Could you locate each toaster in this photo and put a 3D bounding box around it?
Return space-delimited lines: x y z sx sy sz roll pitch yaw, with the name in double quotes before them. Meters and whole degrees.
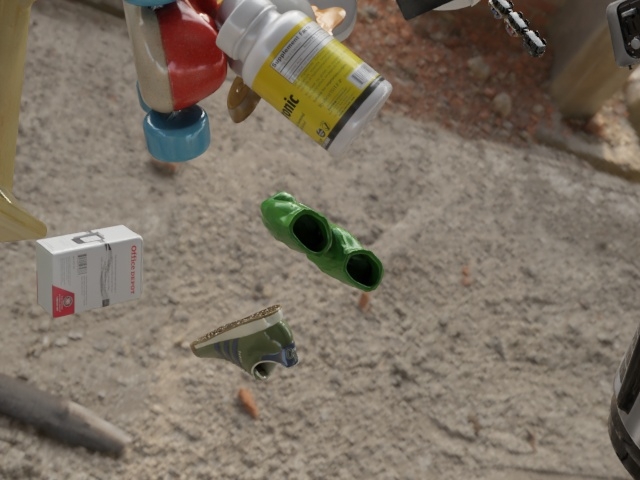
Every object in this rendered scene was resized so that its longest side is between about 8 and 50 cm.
"toaster" 0.548 -0.336 1.350 0.186 0.168 0.110 -18 93 -33

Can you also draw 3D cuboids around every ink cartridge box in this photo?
"ink cartridge box" -0.357 0.046 1.411 0.151 0.109 0.063 -12 28 -38

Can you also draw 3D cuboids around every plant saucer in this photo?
"plant saucer" -0.091 -0.182 1.096 0.015 0.083 0.083 24 41 -29

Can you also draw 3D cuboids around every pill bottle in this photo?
"pill bottle" -0.013 -0.118 0.632 0.116 0.065 0.065 40 42 1

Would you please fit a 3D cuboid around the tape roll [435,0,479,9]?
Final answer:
"tape roll" 0.201 -0.562 1.744 0.286 0.100 0.286 7 45 -7

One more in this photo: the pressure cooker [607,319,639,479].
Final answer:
"pressure cooker" 0.657 0.262 1.410 0.370 0.420 0.375 6 33 -15

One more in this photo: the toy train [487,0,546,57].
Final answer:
"toy train" 0.317 -0.348 1.470 0.027 0.036 0.158 -17 53 -14

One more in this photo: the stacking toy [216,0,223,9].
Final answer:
"stacking toy" -0.119 -0.550 1.907 0.130 0.279 0.309 21 34 26

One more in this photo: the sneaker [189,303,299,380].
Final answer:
"sneaker" -0.099 0.149 1.196 0.064 0.192 0.086 -30 94 -43

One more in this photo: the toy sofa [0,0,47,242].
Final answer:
"toy sofa" -0.393 -0.176 0.969 0.177 0.150 0.362 -5 70 13

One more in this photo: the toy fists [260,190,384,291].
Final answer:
"toy fists" 0.000 0.000 1.758 0.279 0.142 0.096 34 81 -35

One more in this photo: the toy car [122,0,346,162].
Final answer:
"toy car" -0.093 -0.234 1.000 0.238 0.219 0.210 -10 36 -9

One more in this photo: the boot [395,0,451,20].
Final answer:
"boot" 0.228 -0.501 1.033 0.146 0.445 0.366 -17 90 -54

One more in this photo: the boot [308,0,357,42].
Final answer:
"boot" -0.016 -0.339 1.211 0.095 0.123 0.258 -19 66 -3
